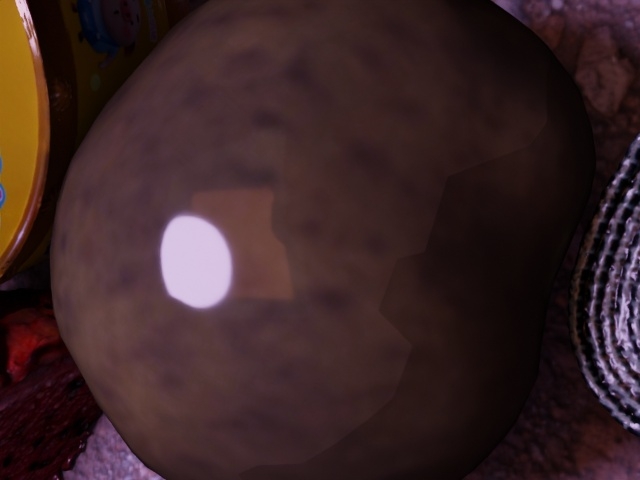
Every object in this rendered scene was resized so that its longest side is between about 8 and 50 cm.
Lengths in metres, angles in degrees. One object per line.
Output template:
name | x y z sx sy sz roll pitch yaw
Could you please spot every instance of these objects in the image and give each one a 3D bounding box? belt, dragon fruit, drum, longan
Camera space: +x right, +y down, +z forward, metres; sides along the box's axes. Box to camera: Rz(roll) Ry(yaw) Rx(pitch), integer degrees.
belt | 0.288 0.023 0.786 0.207 0.150 0.257 30 94 20
dragon fruit | -0.321 0.162 1.004 0.302 0.330 0.240 -27 90 18
drum | -0.329 -0.163 0.967 0.431 0.214 0.431 9 112 24
longan | 0.000 0.000 0.830 0.404 0.336 0.404 -10 63 20
